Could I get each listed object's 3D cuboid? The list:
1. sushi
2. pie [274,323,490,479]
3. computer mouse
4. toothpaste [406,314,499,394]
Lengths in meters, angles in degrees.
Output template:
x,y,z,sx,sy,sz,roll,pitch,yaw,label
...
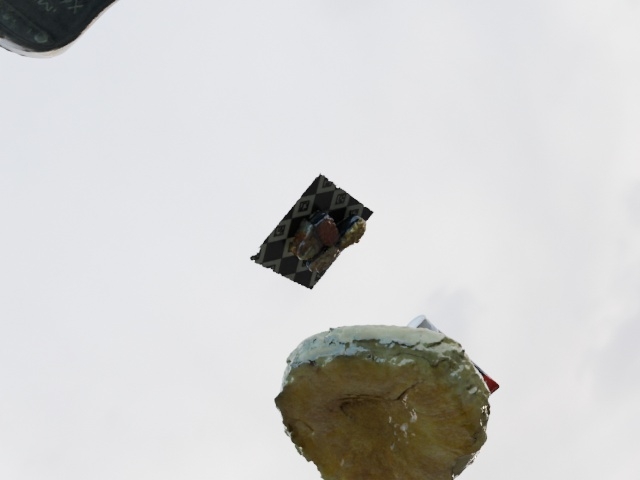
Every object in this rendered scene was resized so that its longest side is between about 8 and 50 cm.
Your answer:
x,y,z,sx,sy,sz,roll,pitch,yaw,label
0.000,0.000,1.272,0.120,0.026,0.126,-51,-37,6,sushi
0.090,0.257,1.712,0.083,0.339,0.339,-68,3,-53,pie
-0.292,-0.300,1.256,0.379,0.090,0.167,-35,-55,18,computer mouse
0.221,0.204,1.959,0.071,0.045,0.193,-43,-76,-6,toothpaste
